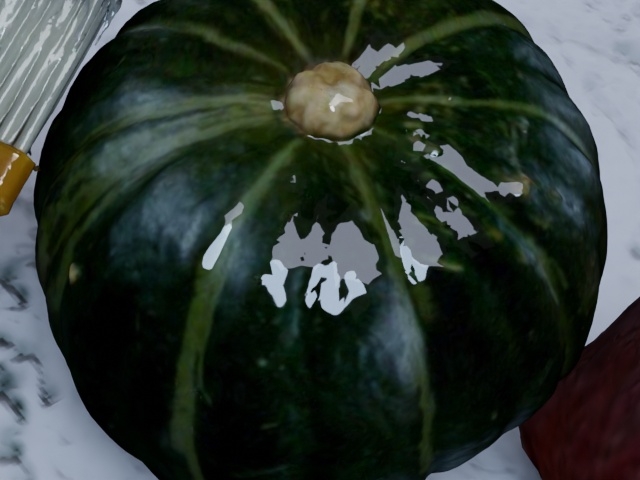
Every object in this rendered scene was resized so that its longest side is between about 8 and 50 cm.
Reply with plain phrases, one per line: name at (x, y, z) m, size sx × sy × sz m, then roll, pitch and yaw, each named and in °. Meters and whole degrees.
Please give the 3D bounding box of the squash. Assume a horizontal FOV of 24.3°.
squash at (-0.002, -0.004, 0.542) m, size 0.218 × 0.172 × 0.218 m, roll 9°, pitch 55°, yaw -13°

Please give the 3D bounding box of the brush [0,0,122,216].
brush at (-0.174, 0.035, 0.473) m, size 0.090 × 0.017 × 0.314 m, roll 26°, pitch 76°, yaw 6°

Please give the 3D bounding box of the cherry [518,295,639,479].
cherry at (0.218, 0.095, 0.531) m, size 0.300 × 0.203 × 0.230 m, roll 14°, pitch 52°, yaw 9°
